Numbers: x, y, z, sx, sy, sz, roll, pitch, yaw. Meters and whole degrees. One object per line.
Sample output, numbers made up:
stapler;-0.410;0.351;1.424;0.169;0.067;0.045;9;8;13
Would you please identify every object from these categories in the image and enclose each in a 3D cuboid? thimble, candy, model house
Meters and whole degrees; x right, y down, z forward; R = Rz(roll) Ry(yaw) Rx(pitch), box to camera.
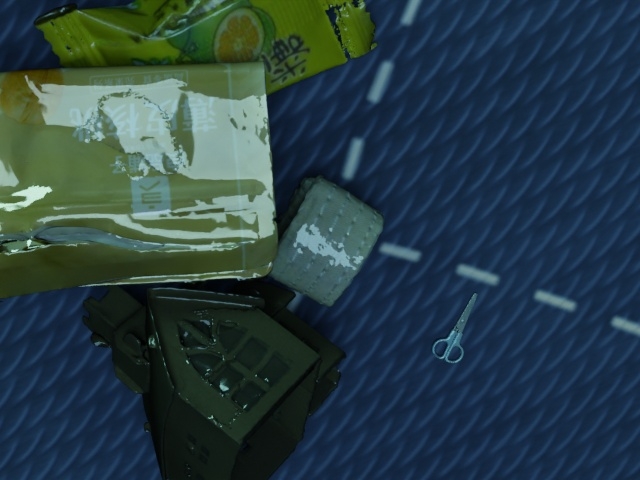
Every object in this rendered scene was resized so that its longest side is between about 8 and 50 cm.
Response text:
thimble;0.000;0.000;1.427;0.090;0.102;0.115;30;88;-7
candy;-0.103;-0.201;1.368;0.297;0.081;0.187;-22;128;5
model house;-0.123;0.115;1.427;0.243;0.211;0.204;36;57;16

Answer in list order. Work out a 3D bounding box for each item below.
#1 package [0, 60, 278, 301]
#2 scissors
package;-0.199;-0.040;1.337;0.311;0.165;0.221;-3;134;-4
scissors;0.149;0.093;1.508;0.036;0.006;0.083;23;103;-11
